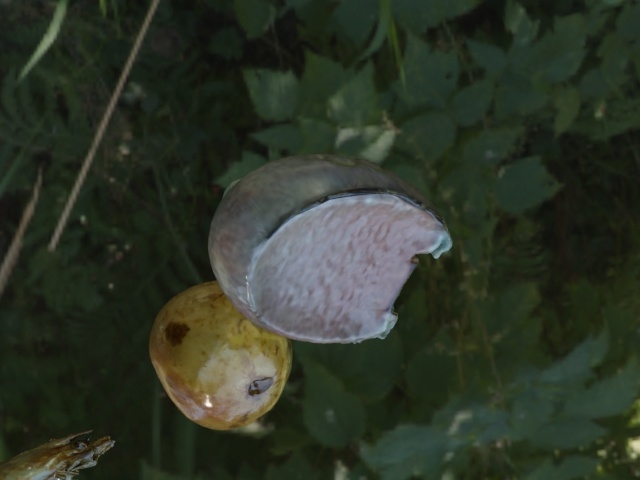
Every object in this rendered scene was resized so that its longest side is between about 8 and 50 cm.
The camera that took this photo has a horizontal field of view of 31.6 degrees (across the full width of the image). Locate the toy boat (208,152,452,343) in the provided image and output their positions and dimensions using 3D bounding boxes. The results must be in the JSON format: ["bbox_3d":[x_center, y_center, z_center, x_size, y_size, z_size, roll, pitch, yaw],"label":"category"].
[{"bbox_3d":[0.000,0.000,0.889,0.227,0.085,0.155,15,115,-50],"label":"toy boat"}]

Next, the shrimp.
[{"bbox_3d":[-0.319,0.295,1.235,0.236,0.133,0.053,-31,155,-13],"label":"shrimp"}]

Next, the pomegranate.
[{"bbox_3d":[-0.148,0.157,1.622,0.215,0.215,0.215,-4,153,-2],"label":"pomegranate"}]
